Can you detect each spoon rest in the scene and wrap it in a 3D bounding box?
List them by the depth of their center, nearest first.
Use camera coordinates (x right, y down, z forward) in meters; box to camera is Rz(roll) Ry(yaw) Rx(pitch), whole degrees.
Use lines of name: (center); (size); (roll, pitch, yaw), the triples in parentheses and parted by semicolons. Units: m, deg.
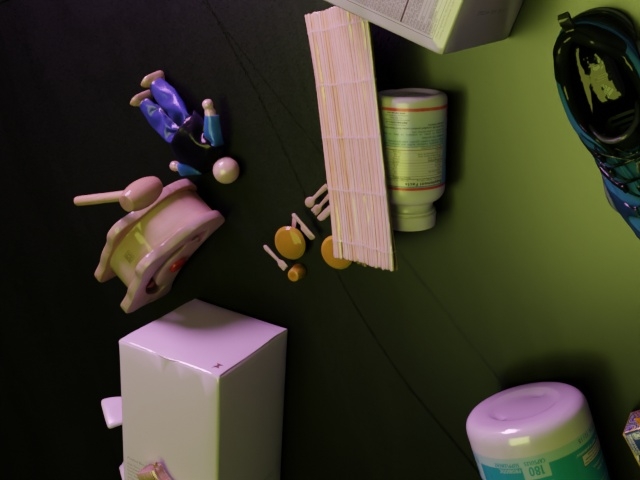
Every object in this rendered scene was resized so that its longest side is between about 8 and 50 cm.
spoon rest: (-0.285, 0.351, 1.359); (0.137, 0.084, 0.276); (-121, 22, -44)

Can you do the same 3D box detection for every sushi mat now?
sushi mat: (0.035, -0.122, 1.017); (0.151, 0.019, 0.317); (8, 106, 62)

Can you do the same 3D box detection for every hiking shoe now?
hiking shoe: (0.314, -0.089, 0.856); (0.113, 0.132, 0.304); (-31, 89, 34)

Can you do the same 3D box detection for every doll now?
doll: (-0.184, -0.153, 1.185); (0.189, 0.046, 0.129); (47, 124, 9)

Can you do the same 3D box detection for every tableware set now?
tableware set: (0.000, 0.000, 1.143); (0.104, 0.024, 0.154); (48, 122, 5)

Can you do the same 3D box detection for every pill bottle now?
pill bottle: (0.278, 0.315, 1.006); (0.146, 0.146, 0.264); (-14, 98, 33)
pill bottle: (0.106, -0.096, 1.006); (0.087, 0.087, 0.160); (9, 111, 28)

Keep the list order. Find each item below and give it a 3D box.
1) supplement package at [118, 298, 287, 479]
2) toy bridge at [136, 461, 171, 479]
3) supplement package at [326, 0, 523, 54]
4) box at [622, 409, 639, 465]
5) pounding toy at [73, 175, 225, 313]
supplement package: (-0.169, 0.265, 1.238); (0.177, 0.175, 0.293); (15, 114, 27)
toy bridge: (-0.194, 0.393, 1.174); (0.063, 0.026, 0.188); (-19, 97, 32)
supplement package: (0.085, -0.341, 0.868); (0.262, 0.199, 0.198); (30, 119, 19)
box: (0.413, 0.274, 0.964); (0.054, 0.059, 0.169); (-28, 91, 32)
pounding toy: (-0.250, -0.028, 1.218); (0.155, 0.154, 0.269); (48, 142, 9)
